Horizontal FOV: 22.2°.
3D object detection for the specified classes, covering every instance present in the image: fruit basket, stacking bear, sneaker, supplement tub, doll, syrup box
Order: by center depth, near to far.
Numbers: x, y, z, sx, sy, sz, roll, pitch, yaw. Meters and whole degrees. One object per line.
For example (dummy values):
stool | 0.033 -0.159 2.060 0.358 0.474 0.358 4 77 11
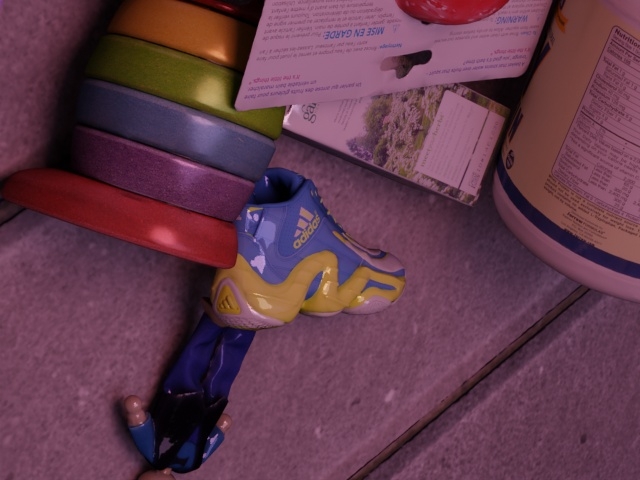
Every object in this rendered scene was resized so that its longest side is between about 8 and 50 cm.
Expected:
fruit basket | 0.093 -0.268 1.180 0.327 0.165 0.353 -13 135 -42
stacking bear | -0.095 -0.137 1.220 0.175 0.164 0.289 17 90 -41
supplement tub | 0.297 -0.135 1.352 0.235 0.235 0.324 -9 131 -36
sneaker | 0.000 0.000 1.362 0.240 0.091 0.126 -12 105 -58
syrup box | 0.040 -0.111 1.366 0.237 0.096 0.093 20 91 -40
doll | -0.113 0.141 1.370 0.129 0.046 0.189 12 105 -49

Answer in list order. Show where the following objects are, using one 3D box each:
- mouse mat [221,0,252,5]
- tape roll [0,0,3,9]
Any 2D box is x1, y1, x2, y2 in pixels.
mouse mat | -0.114 -0.254 1.144 0.007 0.190 0.152 -17 119 -63
tape roll | -0.309 -0.183 1.078 0.189 0.080 0.189 -14 114 -33
